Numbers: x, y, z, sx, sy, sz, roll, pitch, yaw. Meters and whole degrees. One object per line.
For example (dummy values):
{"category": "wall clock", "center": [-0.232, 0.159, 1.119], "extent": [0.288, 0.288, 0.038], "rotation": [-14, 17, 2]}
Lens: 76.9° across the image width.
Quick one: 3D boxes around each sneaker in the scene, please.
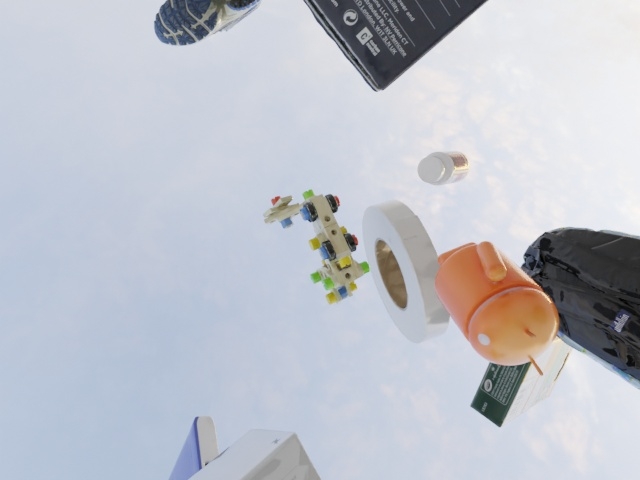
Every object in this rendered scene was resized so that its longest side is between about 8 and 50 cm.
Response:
{"category": "sneaker", "center": [-0.124, -0.260, 0.468], "extent": [0.136, 0.058, 0.052], "rotation": [-24, -79, 1]}

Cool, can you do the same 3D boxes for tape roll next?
{"category": "tape roll", "center": [0.216, 0.080, 1.083], "extent": [0.072, 0.392, 0.391], "rotation": [-17, -110, -9]}

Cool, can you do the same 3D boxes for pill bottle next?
{"category": "pill bottle", "center": [0.312, -0.185, 1.028], "extent": [0.152, 0.086, 0.086], "rotation": [-15, -112, -47]}

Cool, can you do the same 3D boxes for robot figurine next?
{"category": "robot figurine", "center": [0.252, 0.089, 0.594], "extent": [0.128, 0.157, 0.219], "rotation": [11, -152, -20]}

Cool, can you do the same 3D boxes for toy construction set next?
{"category": "toy construction set", "center": [0.000, 0.000, 1.005], "extent": [0.151, 0.215, 0.327], "rotation": [-38, -94, -15]}

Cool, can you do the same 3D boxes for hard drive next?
{"category": "hard drive", "center": [-0.245, 0.511, 0.728], "extent": [0.040, 0.318, 0.210], "rotation": [12, -153, -30]}

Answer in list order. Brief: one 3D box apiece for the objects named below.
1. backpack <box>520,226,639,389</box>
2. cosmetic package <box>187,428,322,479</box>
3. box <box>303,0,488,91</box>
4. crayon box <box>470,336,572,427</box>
{"category": "backpack", "center": [0.587, 0.113, 0.825], "extent": [0.274, 0.356, 0.289], "rotation": [12, -81, -44]}
{"category": "cosmetic package", "center": [-0.077, 0.341, 0.369], "extent": [0.224, 0.138, 0.224], "rotation": [-28, -93, -36]}
{"category": "box", "center": [0.088, -0.230, 0.311], "extent": [0.108, 0.207, 0.153], "rotation": [48, -161, -17]}
{"category": "crayon box", "center": [0.508, 0.310, 0.988], "extent": [0.323, 0.202, 0.083], "rotation": [5, -162, -43]}
